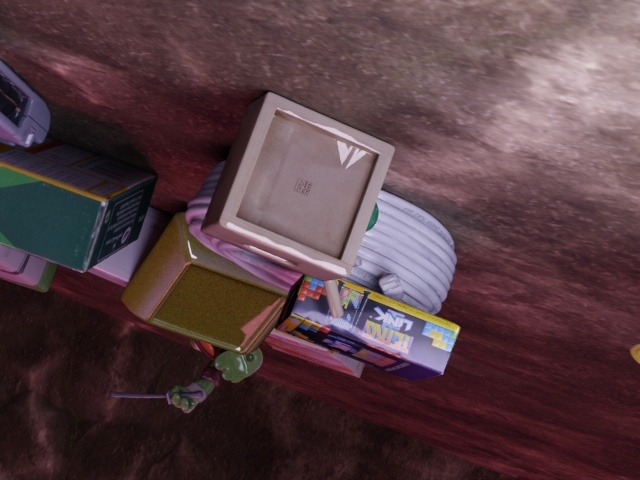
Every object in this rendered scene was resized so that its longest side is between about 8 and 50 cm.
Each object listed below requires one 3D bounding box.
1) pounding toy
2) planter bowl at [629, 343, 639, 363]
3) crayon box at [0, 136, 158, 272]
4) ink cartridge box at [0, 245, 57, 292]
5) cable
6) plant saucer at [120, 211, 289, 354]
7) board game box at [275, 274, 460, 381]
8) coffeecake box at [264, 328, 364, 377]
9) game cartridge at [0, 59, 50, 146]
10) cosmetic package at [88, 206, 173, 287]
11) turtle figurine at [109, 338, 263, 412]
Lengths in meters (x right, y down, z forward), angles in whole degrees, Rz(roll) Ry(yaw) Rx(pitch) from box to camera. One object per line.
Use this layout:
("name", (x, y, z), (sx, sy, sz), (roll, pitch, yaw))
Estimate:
("pounding toy", (-0.012, -0.024, 1.309), (0.141, 0.130, 0.100), (23, 170, -14))
("planter bowl", (0.349, 0.077, 1.241), (0.217, 0.090, 0.217), (20, 171, 3))
("crayon box", (-0.350, -0.071, 1.700), (0.323, 0.083, 0.203), (20, -168, 5))
("ink cartridge box", (-0.475, -0.031, 2.259), (0.198, 0.115, 0.273), (19, 170, 8))
("cable", (0.000, 0.000, 1.547), (0.257, 0.089, 0.257), (17, 170, 23))
("plant saucer", (-0.120, 0.064, 1.949), (0.188, 0.045, 0.188), (20, 137, -18))
("board game box", (0.038, 0.078, 1.475), (0.141, 0.048, 0.170), (23, 171, -2))
("coffeecake box", (-0.019, 0.121, 2.304), (0.142, 0.068, 0.185), (18, 169, 20))
("game cartridge", (-0.383, -0.169, 1.506), (0.198, 0.062, 0.297), (22, 171, 15))
("cosmetic package", (-0.269, -0.013, 1.988), (0.239, 0.099, 0.060), (24, 170, -22))
("turtle figurine", (-0.205, 0.150, 2.472), (0.274, 0.198, 0.266), (20, 167, -17))
